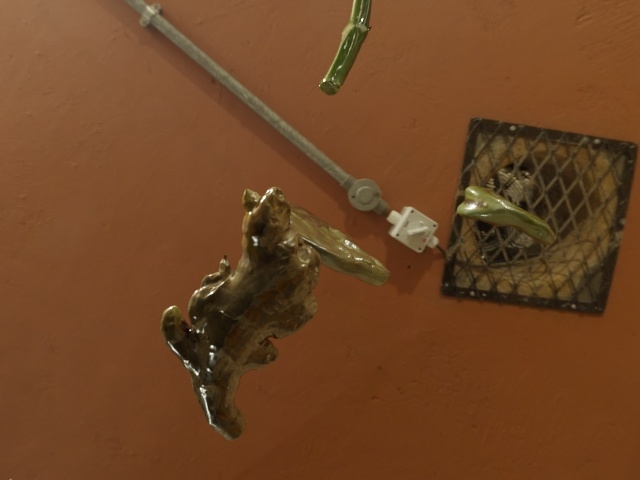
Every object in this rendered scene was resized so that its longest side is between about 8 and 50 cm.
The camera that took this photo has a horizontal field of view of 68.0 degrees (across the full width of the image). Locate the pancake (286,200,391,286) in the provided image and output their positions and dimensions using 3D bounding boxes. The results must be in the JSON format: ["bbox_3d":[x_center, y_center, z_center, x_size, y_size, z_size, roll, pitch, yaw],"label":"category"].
[{"bbox_3d":[0.000,0.000,0.900,0.294,0.294,0.050,27,-79,-7],"label":"pancake"}]

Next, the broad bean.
[{"bbox_3d":[0.396,-0.053,0.996,0.206,0.153,0.073,21,-74,13],"label":"broad bean"}]

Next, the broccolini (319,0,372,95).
[{"bbox_3d":[0.040,-0.242,0.472,0.051,0.054,0.239,32,-116,-41],"label":"broccolini"}]

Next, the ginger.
[{"bbox_3d":[-0.100,0.089,0.592,0.166,0.080,0.333,31,-69,-1],"label":"ginger"}]

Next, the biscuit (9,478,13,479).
[{"bbox_3d":[-0.518,0.502,0.818,0.064,0.034,0.199,19,-63,30],"label":"biscuit"}]
